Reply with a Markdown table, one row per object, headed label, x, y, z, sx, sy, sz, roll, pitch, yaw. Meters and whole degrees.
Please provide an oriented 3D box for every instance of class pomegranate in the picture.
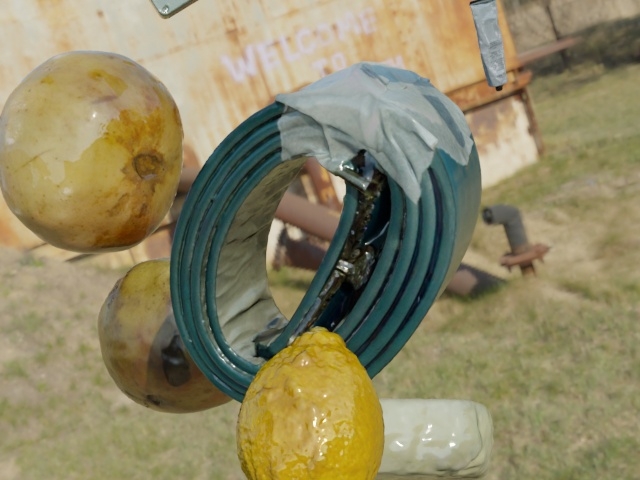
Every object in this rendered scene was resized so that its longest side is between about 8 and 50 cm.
| label | x | y | z | sx | sy | sz | roll | pitch | yaw |
| --- | --- | --- | --- | --- | --- | --- | --- | --- | --- |
| pomegranate | -0.395 | -0.146 | 1.526 | 0.338 | 0.338 | 0.338 | -19 | 10 | 4 |
| pomegranate | -0.227 | 0.156 | 1.527 | 0.281 | 0.281 | 0.281 | -19 | 10 | 4 |

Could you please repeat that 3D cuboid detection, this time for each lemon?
| label | x | y | z | sx | sy | sz | roll | pitch | yaw |
| --- | --- | --- | --- | --- | --- | --- | --- | --- | --- |
| lemon | -0.009 | 0.173 | 0.867 | 0.142 | 0.187 | 0.142 | 4 | -21 | 1 |

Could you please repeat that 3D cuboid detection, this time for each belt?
| label | x | y | z | sx | sy | sz | roll | pitch | yaw |
| --- | --- | --- | --- | --- | --- | --- | --- | --- | --- |
| belt | -0.001 | 0.001 | 1.071 | 0.436 | 0.300 | 0.173 | -58 | -8 | 25 |

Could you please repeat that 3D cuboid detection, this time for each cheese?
| label | x | y | z | sx | sy | sz | roll | pitch | yaw |
| --- | --- | --- | --- | --- | --- | --- | --- | --- | --- |
| cheese | 0.098 | 0.304 | 1.382 | 0.326 | 0.115 | 0.318 | -9 | -19 | 30 |

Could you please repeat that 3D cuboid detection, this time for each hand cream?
| label | x | y | z | sx | sy | sz | roll | pitch | yaw |
| --- | --- | --- | --- | --- | --- | --- | --- | --- | --- |
| hand cream | 0.162 | -0.187 | 0.879 | 0.030 | 0.093 | 0.019 | -21 | 23 | -13 |

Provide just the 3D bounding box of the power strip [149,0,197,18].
| label | x | y | z | sx | sy | sz | roll | pitch | yaw |
| --- | --- | --- | --- | --- | --- | --- | --- | --- | --- |
| power strip | -0.285 | -0.431 | 1.383 | 0.145 | 0.215 | 0.061 | -34 | 7 | -5 |
